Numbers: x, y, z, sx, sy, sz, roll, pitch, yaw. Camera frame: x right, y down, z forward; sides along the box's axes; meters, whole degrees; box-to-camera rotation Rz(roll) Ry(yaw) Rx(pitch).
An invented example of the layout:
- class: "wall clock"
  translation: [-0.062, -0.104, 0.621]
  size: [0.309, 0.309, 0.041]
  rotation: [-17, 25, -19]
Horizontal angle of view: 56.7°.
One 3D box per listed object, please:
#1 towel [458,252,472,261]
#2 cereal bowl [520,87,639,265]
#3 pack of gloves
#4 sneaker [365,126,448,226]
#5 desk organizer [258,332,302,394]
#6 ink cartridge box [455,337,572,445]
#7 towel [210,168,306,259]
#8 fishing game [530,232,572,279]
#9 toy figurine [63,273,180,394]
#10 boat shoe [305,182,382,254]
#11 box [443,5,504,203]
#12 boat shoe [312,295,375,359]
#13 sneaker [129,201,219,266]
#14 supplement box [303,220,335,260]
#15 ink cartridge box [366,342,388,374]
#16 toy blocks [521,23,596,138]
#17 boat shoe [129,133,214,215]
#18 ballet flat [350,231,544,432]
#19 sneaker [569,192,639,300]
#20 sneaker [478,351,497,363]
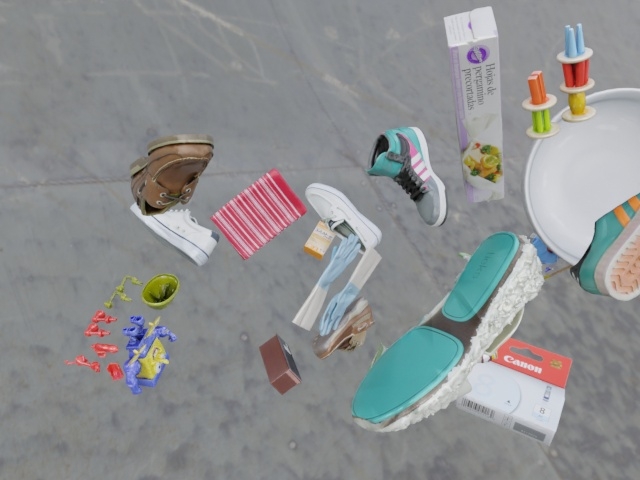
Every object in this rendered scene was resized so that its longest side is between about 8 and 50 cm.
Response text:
- class: "towel"
  translation: [0.464, 0.072, 1.646]
  size: [0.113, 0.023, 0.152]
  rotation: [20, 12, -23]
- class: "cereal bowl"
  translation: [0.545, -0.107, 1.123]
  size: [0.339, 0.339, 0.141]
  rotation: [37, 9, 3]
- class: "pack of gloves"
  translation: [0.030, 0.095, 1.308]
  size: [0.046, 0.232, 0.195]
  rotation: [30, -6, 30]
- class: "sneaker"
  translation: [0.211, -0.169, 1.535]
  size: [0.178, 0.124, 0.295]
  rotation: [-3, 64, -29]
- class: "desk organizer"
  translation: [-0.085, 0.256, 1.237]
  size: [0.047, 0.050, 0.130]
  rotation: [52, 2, -30]
- class: "ink cartridge box"
  translation: [0.661, 0.456, 1.985]
  size: [0.308, 0.091, 0.385]
  rotation: [18, 44, 22]
- class: "towel"
  translation: [-0.199, -0.086, 1.967]
  size: [0.199, 0.275, 0.031]
  rotation: [54, -7, -25]
- class: "fishing game"
  translation: [0.543, -0.030, 1.349]
  size: [0.041, 0.189, 0.264]
  rotation: [31, 62, -12]
- class: "toy figurine"
  translation: [-0.478, 0.278, 1.566]
  size: [0.191, 0.217, 0.362]
  rotation: [-3, 34, 11]
- class: "boat shoe"
  translation: [0.047, -0.055, 1.449]
  size: [0.226, 0.083, 0.076]
  rotation: [35, 47, 9]
- class: "box"
  translation: [0.229, -0.177, 0.864]
  size: [0.063, 0.324, 0.067]
  rotation: [-9, 52, 13]
- class: "boat shoe"
  translation: [0.089, 0.284, 1.833]
  size: [0.116, 0.123, 0.324]
  rotation: [56, 36, -1]
- class: "sneaker"
  translation: [-0.337, -0.032, 1.385]
  size: [0.258, 0.094, 0.091]
  rotation: [31, 69, 26]
- class: "supplement box"
  translation: [0.000, 0.000, 1.725]
  size: [0.062, 0.036, 0.098]
  rotation: [28, 61, 4]
- class: "ink cartridge box"
  translation: [0.188, 0.366, 1.664]
  size: [0.062, 0.109, 0.209]
  rotation: [22, 1, -3]
- class: "toy blocks"
  translation: [0.368, -0.248, 0.925]
  size: [0.123, 0.148, 0.054]
  rotation: [-25, 31, -9]
- class: "boat shoe"
  translation: [-0.258, -0.108, 1.047]
  size: [0.111, 0.307, 0.104]
  rotation: [-3, 85, -27]
- class: "ballet flat"
  translation: [0.226, 0.164, 0.942]
  size: [0.147, 0.147, 0.409]
  rotation: [42, 78, 8]
- class: "sneaker"
  translation: [0.524, -0.036, 0.970]
  size: [0.302, 0.121, 0.108]
  rotation: [-46, 106, -6]
- class: "sneaker"
  translation: [0.488, 0.305, 1.873]
  size: [0.084, 0.069, 0.185]
  rotation: [-17, 38, 0]
